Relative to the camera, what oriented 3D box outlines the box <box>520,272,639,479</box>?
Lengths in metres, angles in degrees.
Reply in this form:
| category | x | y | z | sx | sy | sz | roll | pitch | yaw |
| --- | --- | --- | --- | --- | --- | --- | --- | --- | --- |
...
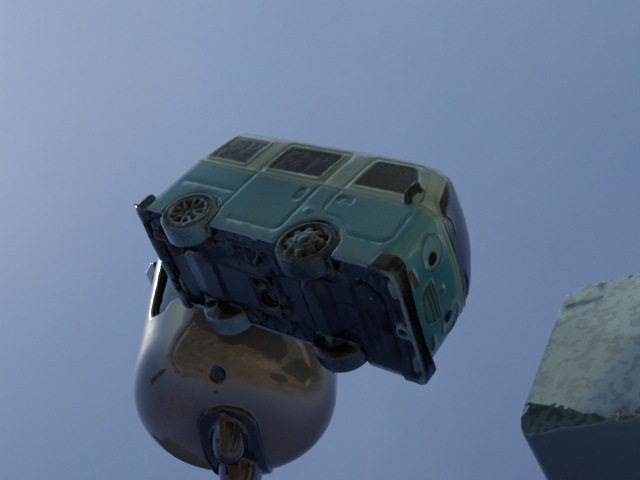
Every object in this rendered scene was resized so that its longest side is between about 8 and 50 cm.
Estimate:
| category | x | y | z | sx | sy | sz | roll | pitch | yaw |
| --- | --- | --- | --- | --- | --- | --- | --- | --- | --- |
| box | 0.265 | 0.126 | 0.786 | 0.130 | 0.162 | 0.227 | 57 | -139 | -19 |

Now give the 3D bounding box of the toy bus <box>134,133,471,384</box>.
| category | x | y | z | sx | sy | sz | roll | pitch | yaw |
| --- | --- | --- | --- | --- | --- | --- | --- | --- | --- |
| toy bus | 0.000 | 0.000 | 0.816 | 0.271 | 0.133 | 0.165 | 14 | -131 | 36 |

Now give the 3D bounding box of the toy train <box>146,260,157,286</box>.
| category | x | y | z | sx | sy | sz | roll | pitch | yaw |
| --- | --- | --- | --- | --- | --- | --- | --- | --- | --- |
| toy train | -0.147 | 0.024 | 1.479 | 0.233 | 0.052 | 0.051 | -19 | -101 | -28 |

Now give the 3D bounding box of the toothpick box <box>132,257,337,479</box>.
| category | x | y | z | sx | sy | sz | roll | pitch | yaw |
| --- | --- | --- | --- | --- | --- | --- | --- | --- | --- |
| toothpick box | -0.081 | 0.109 | 1.014 | 0.229 | 0.229 | 0.316 | 16 | -141 | -11 |
